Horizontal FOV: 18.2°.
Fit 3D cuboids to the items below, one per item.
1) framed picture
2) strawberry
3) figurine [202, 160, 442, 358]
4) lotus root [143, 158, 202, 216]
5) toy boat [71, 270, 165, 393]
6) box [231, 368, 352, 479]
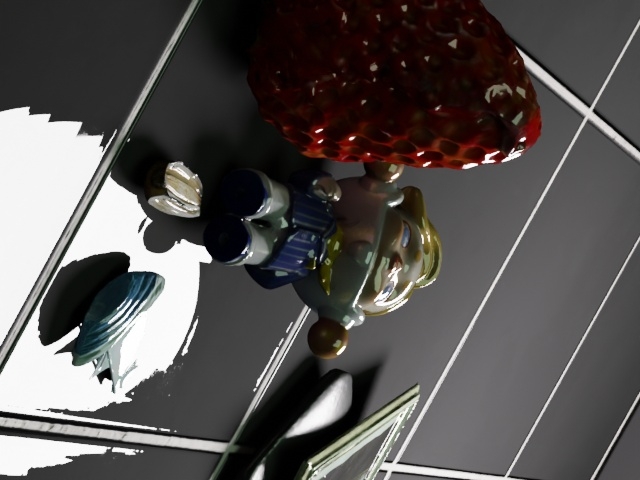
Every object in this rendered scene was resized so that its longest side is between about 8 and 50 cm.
[{"bbox_3d":[0.006,0.287,2.188,0.293,0.018,0.231,-27,147,-61],"label":"framed picture"},{"bbox_3d":[0.068,-0.138,1.610,0.205,0.244,0.205,-43,152,-30],"label":"strawberry"},{"bbox_3d":[-0.005,0.010,1.807,0.274,0.133,0.193,-16,115,-47],"label":"figurine"},{"bbox_3d":[-0.122,-0.044,1.607,0.083,0.030,0.037,37,52,-70],"label":"lotus root"},{"bbox_3d":[-0.159,0.076,1.667,0.105,0.034,0.149,-55,156,-6],"label":"toy boat"},{"bbox_3d":[-0.033,0.248,2.126,0.201,0.042,0.212,-47,155,-28],"label":"box"}]
